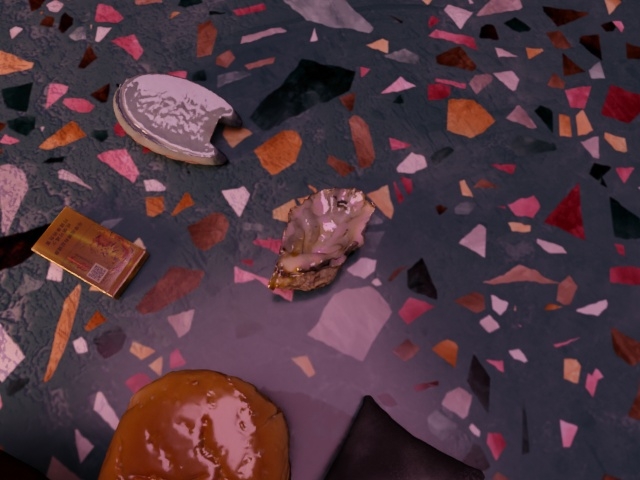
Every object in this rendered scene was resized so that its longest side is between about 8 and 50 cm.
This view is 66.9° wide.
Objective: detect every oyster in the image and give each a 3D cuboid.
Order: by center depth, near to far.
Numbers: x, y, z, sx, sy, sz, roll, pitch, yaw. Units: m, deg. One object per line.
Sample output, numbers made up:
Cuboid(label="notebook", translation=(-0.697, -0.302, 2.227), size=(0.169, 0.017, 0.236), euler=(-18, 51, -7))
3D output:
Cuboid(label="oyster", translation=(0.009, -0.002, 0.754), size=(0.133, 0.072, 0.209), euler=(10, 51, 8))

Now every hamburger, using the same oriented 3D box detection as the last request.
Cuboid(label="hamburger", translation=(-0.148, 0.282, 0.593), size=(0.245, 0.163, 0.244), euler=(1, 72, -3))

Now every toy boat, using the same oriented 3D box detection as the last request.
Cuboid(label="toy boat", translation=(-0.242, -0.201, 0.817), size=(0.208, 0.079, 0.134), euler=(19, 79, -7))

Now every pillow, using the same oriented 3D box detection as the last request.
Cuboid(label="pillow", translation=(0.069, 0.347, 0.608), size=(0.186, 0.106, 0.249), euler=(27, 68, 23))

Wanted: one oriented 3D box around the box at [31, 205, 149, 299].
Cuboid(label="box", translation=(-0.356, 0.018, 0.752), size=(0.156, 0.022, 0.089), euler=(26, 73, 7))

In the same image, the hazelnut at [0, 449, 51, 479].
Cuboid(label="hazelnut", translation=(-0.386, 0.387, 0.442), size=(0.421, 0.353, 0.420), euler=(-7, 72, 22))
